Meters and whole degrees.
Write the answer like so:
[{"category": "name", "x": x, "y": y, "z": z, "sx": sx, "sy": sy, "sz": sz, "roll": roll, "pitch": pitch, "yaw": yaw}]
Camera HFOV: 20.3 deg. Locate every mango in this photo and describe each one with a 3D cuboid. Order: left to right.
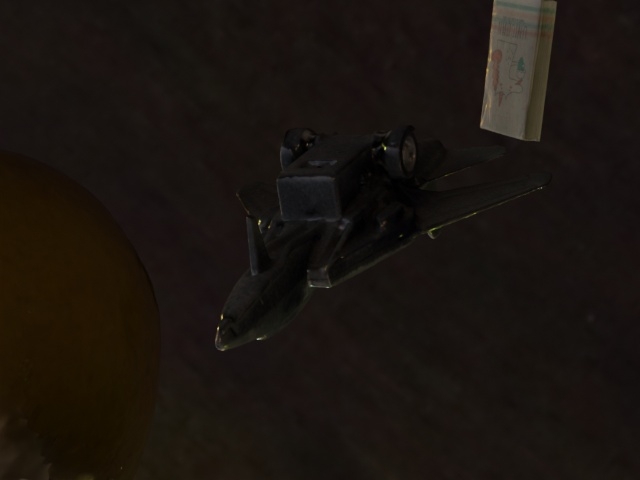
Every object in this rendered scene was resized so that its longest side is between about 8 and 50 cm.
[{"category": "mango", "x": -0.102, "y": 0.054, "z": 0.468, "sx": 0.098, "sy": 0.137, "sz": 0.195, "roll": 47, "pitch": 161, "yaw": 25}]

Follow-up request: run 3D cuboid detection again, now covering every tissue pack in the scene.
[{"category": "tissue pack", "x": 0.149, "y": -0.132, "z": 1.351, "sx": 0.056, "sy": 0.023, "sz": 0.108, "roll": 24, "pitch": 112, "yaw": 52}]

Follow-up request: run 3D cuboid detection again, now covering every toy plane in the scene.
[{"category": "toy plane", "x": -0.002, "y": -0.011, "z": 1.027, "sx": 0.212, "sy": 0.267, "sz": 0.088, "roll": -1, "pitch": 106, "yaw": 26}]
